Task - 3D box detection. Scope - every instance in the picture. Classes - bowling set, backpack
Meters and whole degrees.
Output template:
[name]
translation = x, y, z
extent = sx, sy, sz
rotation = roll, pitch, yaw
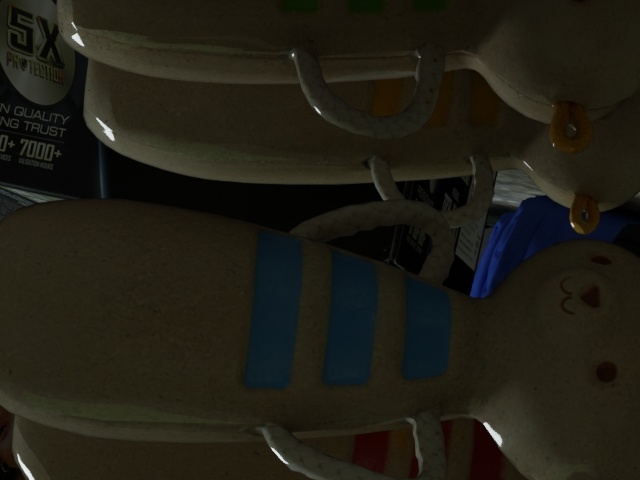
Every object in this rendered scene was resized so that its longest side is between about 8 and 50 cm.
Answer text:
[bowling set]
translation = 0.018, 0.000, 0.358
extent = 0.154, 0.287, 0.200
rotation = 7, 142, -4
[backpack]
translation = 0.119, 0.032, 0.874
extent = 0.101, 0.098, 0.120
rotation = 14, 178, 31

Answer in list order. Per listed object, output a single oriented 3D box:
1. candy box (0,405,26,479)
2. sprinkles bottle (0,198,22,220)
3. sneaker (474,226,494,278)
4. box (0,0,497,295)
[candy box]
translation = -0.289, 0.027, 0.874
extent = 0.268, 0.122, 0.317
rotation = 0, 143, 39
[sprinkles bottle]
translation = -0.161, 0.012, 1.109
extent = 0.355, 0.121, 0.121
rotation = 22, 171, -40
[sneaker]
translation = 0.197, 0.081, 1.037
extent = 0.365, 0.135, 0.150
rotation = 15, 172, -11
[box]
translation = -0.024, -0.032, 0.610
extent = 0.147, 0.078, 0.180
rotation = 12, 175, 13
